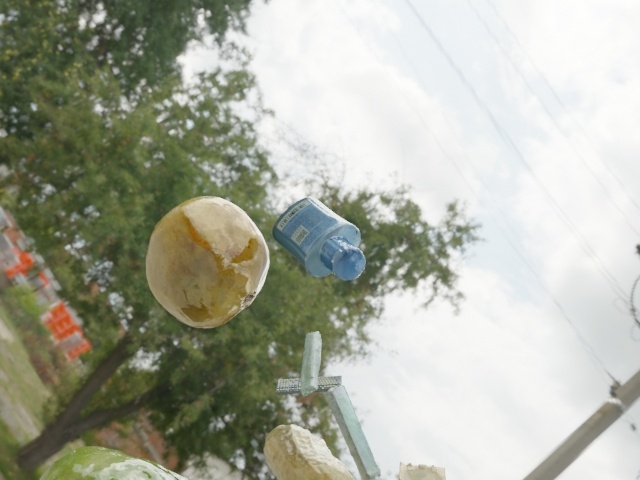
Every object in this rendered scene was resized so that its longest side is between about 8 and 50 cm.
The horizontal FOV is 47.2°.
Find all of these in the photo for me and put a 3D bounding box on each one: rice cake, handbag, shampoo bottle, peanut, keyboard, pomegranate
[{"bbox_3d":[-0.018,0.243,1.456,0.170,0.033,0.029,-82,153,-57],"label":"rice cake"},{"bbox_3d":[0.181,0.425,1.303,0.061,0.083,0.027,-73,164,-70],"label":"handbag"},{"bbox_3d":[0.068,0.410,1.559,0.034,0.043,0.210,-47,-121,45],"label":"rice cake"},{"bbox_3d":[0.000,0.000,1.168,0.061,0.104,0.258,49,-4,-25],"label":"shampoo bottle"},{"bbox_3d":[-0.043,0.613,1.976,0.174,0.158,0.340,29,2,-27],"label":"peanut"},{"bbox_3d":[-0.030,0.383,1.942,0.055,0.176,0.014,-85,169,-63],"label":"keyboard"},{"bbox_3d":[-0.197,0.037,1.305,0.233,0.233,0.233,47,-22,26],"label":"pomegranate"}]

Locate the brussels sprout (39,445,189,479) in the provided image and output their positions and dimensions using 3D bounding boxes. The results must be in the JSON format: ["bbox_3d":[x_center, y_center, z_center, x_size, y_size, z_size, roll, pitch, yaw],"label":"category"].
[{"bbox_3d":[-0.345,0.569,1.263,0.425,0.342,0.361,39,-5,10],"label":"brussels sprout"}]
